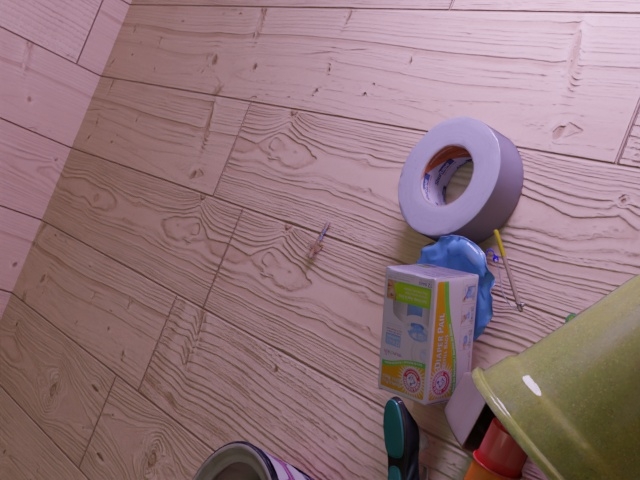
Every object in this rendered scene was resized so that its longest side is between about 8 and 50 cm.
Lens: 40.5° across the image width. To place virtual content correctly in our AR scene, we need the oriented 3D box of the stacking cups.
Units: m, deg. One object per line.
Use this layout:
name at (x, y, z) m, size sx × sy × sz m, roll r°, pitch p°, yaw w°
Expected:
stacking cups at (0.214, 0.398, 1.245) m, size 0.096 × 0.096 × 0.316 m, roll 32°, pitch 104°, yaw 50°

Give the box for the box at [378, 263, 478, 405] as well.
box at (0.171, 0.147, 1.388) m, size 0.114 × 0.103 × 0.203 m, roll 13°, pitch 102°, yaw 49°

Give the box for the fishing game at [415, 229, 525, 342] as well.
fishing game at (0.220, 0.083, 1.437) m, size 0.264 × 0.041 × 0.189 m, roll -37°, pitch 62°, yaw 44°

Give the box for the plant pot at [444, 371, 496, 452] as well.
plant pot at (0.250, 0.257, 1.301) m, size 0.109 × 0.109 × 0.096 m, roll -63°, pitch 28°, yaw 4°

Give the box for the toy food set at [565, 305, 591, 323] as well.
toy food set at (0.394, 0.134, 1.259) m, size 0.082 × 0.020 × 0.083 m, roll -31°, pitch 52°, yaw 35°

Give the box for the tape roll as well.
tape roll at (0.239, -0.101, 1.501) m, size 0.219 × 0.072 × 0.219 m, roll -22°, pitch 58°, yaw 40°

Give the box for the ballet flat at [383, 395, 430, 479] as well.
ballet flat at (0.139, 0.349, 1.382) m, size 0.074 × 0.074 × 0.203 m, roll -4°, pitch 85°, yaw 47°

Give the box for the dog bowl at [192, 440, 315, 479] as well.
dog bowl at (-0.116, 0.558, 1.470) m, size 0.408 × 0.150 × 0.408 m, roll -37°, pitch 43°, yaw 44°

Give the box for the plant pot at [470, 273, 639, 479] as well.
plant pot at (0.376, 0.186, 1.096) m, size 0.254 × 0.276 × 0.276 m, roll -44°, pitch 44°, yaw 9°

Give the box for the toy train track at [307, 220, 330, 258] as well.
toy train track at (0.000, 0.000, 1.760) m, size 0.048 × 0.014 × 0.083 m, roll 22°, pitch 83°, yaw 57°
